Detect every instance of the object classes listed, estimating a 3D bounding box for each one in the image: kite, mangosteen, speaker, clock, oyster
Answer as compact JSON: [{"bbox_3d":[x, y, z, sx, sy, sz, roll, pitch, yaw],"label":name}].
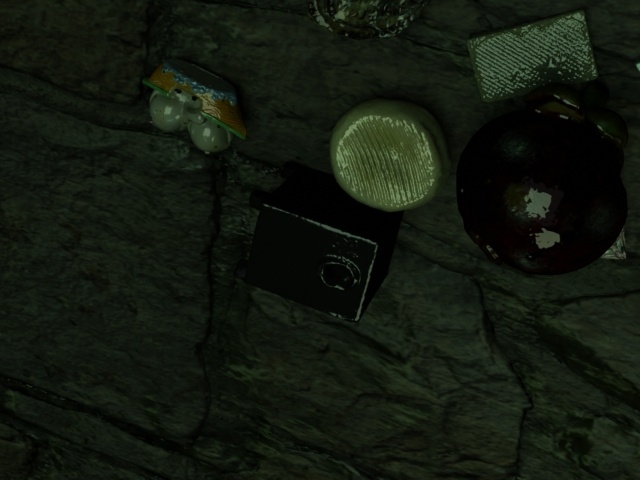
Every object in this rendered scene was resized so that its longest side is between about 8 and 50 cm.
[{"bbox_3d":[0.488,-0.017,1.650,0.157,0.011,0.139,38,117,-1],"label":"kite"},{"bbox_3d":[0.368,-0.094,1.509,0.311,0.311,0.311,8,116,17],"label":"mangosteen"},{"bbox_3d":[0.000,0.000,1.707,0.254,0.232,0.184,19,117,10],"label":"speaker"},{"bbox_3d":[-0.240,-0.250,1.756,0.231,0.103,0.144,28,121,9],"label":"clock"},{"bbox_3d":[0.130,-0.457,1.517,0.351,0.158,0.162,-34,141,22],"label":"oyster"}]

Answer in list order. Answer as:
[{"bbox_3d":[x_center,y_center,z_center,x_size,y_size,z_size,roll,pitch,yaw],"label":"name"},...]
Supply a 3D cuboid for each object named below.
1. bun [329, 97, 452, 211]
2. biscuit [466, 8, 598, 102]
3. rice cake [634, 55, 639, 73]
[{"bbox_3d":[0.127,-0.158,1.656,0.222,0.127,0.222,2,111,7],"label":"bun"},{"bbox_3d":[0.354,-0.307,1.549,0.199,0.040,0.121,-10,111,23],"label":"biscuit"},{"bbox_3d":[0.611,-0.331,1.443,0.245,0.042,0.045,-34,101,29],"label":"rice cake"}]
